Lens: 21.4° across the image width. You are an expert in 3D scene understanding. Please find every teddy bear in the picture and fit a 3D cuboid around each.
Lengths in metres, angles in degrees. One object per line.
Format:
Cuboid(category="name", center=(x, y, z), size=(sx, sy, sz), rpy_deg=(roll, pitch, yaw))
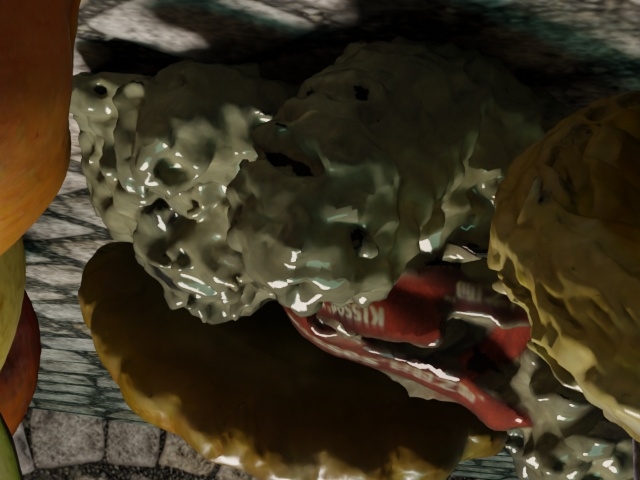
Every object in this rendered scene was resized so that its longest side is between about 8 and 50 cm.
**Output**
Cuboid(category="teddy bear", center=(0.000, 0.000, 1.022), size=(0.368, 0.224, 0.357), rpy_deg=(-3, 150, 43))

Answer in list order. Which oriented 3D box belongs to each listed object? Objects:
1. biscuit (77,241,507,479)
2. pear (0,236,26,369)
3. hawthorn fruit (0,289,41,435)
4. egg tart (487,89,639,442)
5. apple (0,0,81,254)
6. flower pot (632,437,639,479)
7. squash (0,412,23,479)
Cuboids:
Cuboid(category="biscuit", center=(0.009, 0.064, 1.195), size=(0.335, 0.078, 0.329), rpy_deg=(-12, -146, -38))
Cuboid(category="pear", center=(-0.335, 0.028, 1.042), size=(0.309, 0.309, 0.309), rpy_deg=(5, 167, 1))
Cuboid(category="hawthorn fruit", center=(-0.392, 0.080, 1.468), size=(0.276, 0.276, 0.307), rpy_deg=(4, 147, 9))
Cuboid(category="egg tart", center=(0.263, 0.026, 0.734), size=(0.388, 0.169, 0.388), rpy_deg=(-7, -151, 4))
Cuboid(category="apple", center=(-0.198, -0.087, 0.624), size=(0.241, 0.242, 0.242), rpy_deg=(5, 168, -22))
Cuboid(category="flower pot", center=(0.310, 0.147, 0.893), size=(0.243, 0.265, 0.265), rpy_deg=(-11, 161, 26))
Cuboid(category="squash", center=(-0.436, 0.248, 1.283), size=(0.384, 0.263, 0.263), rpy_deg=(-14, 163, 11))
